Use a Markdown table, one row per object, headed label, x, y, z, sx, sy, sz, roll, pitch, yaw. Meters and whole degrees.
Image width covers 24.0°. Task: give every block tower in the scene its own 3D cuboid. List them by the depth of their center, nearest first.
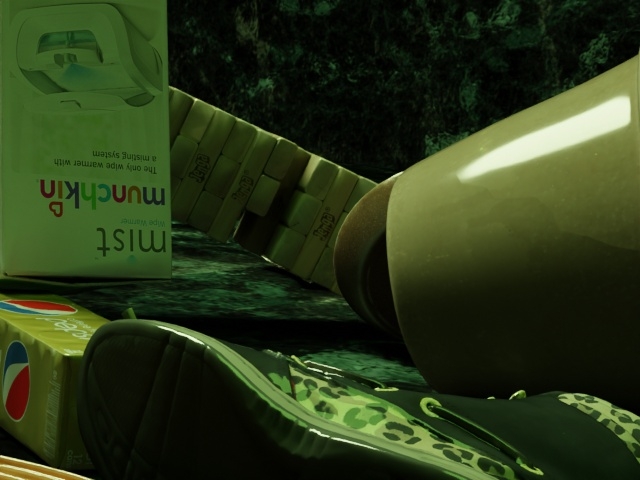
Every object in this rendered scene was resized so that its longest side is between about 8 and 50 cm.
| label | x | y | z | sx | sy | sz | roll | pitch | yaw |
| --- | --- | --- | --- | --- | --- | --- | --- | --- | --- |
| block tower | -0.043 | -0.035 | 1.142 | 0.335 | 0.091 | 0.097 | 25 | 1 | -14 |

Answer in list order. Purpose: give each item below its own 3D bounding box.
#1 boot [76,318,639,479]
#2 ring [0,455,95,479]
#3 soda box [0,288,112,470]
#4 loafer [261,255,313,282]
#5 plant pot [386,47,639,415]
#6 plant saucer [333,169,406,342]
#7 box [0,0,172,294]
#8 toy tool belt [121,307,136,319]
| label | x | y | z | sx | sy | sz | roll | pitch | yaw |
| --- | --- | --- | --- | --- | --- | --- | --- | --- | --- |
| boot | 0.028 | 0.092 | 0.641 | 0.236 | 0.085 | 0.178 | 19 | 12 | 37 |
| ring | -0.180 | 0.113 | 0.443 | 0.336 | 0.032 | 0.336 | 5 | 7 | -1 |
| soda box | -0.141 | 0.068 | 0.792 | 0.061 | 0.058 | 0.181 | 2 | 8 | -31 |
| loafer | 0.000 | 0.000 | 1.371 | 0.078 | 0.080 | 0.220 | 0 | 9 | -41 |
| plant pot | 0.169 | 0.007 | 0.922 | 0.229 | 0.263 | 0.263 | -10 | 1 | 20 |
| plant saucer | 0.094 | 0.019 | 1.072 | 0.168 | 0.168 | 0.029 | 5 | 38 | -8 |
| box | -0.216 | -0.076 | 0.988 | 0.126 | 0.231 | 0.262 | 4 | -7 | -40 |
| toy tool belt | -0.101 | 0.069 | 0.845 | 0.052 | 0.051 | 0.083 | 2 | 8 | -24 |
